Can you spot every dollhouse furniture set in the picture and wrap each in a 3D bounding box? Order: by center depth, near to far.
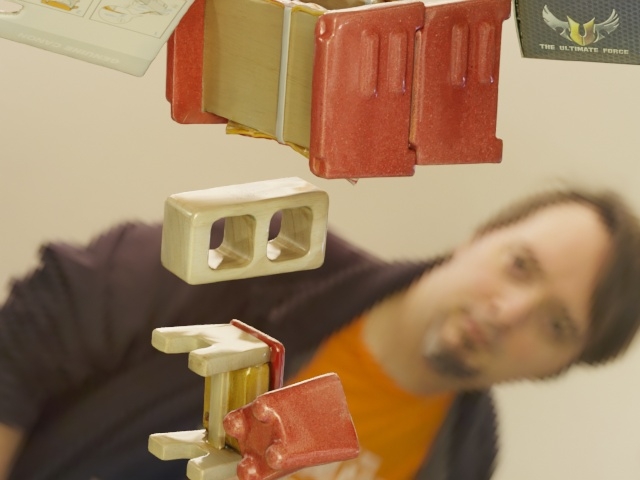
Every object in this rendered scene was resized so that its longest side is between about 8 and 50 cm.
[{"bbox_3d":[0.000,0.000,1.349,0.152,0.374,0.201,-8,20,-34],"label":"dollhouse furniture set"}]

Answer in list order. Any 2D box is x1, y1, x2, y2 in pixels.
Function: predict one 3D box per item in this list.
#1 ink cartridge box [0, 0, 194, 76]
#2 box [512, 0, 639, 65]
[{"bbox_3d":[-0.187,-0.203,1.125,0.275,0.060,0.239,15,-25,-19],"label":"ink cartridge box"},{"bbox_3d":[0.224,-0.164,0.946,0.232,0.183,0.059,6,-37,17],"label":"box"}]
